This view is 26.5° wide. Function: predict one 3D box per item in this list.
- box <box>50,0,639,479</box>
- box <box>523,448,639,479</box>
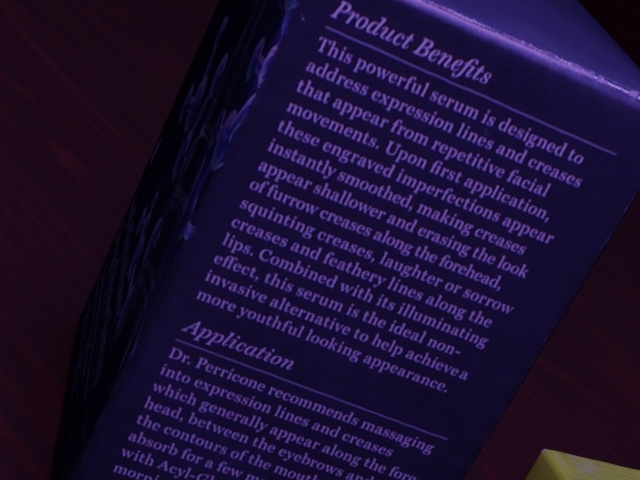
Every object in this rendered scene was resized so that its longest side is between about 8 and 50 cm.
[{"bbox_3d":[0.000,0.000,0.853,0.212,0.395,0.293,22,22,-14],"label":"box"},{"bbox_3d":[0.243,0.241,1.067,0.109,0.042,0.178,16,24,-25],"label":"box"}]
